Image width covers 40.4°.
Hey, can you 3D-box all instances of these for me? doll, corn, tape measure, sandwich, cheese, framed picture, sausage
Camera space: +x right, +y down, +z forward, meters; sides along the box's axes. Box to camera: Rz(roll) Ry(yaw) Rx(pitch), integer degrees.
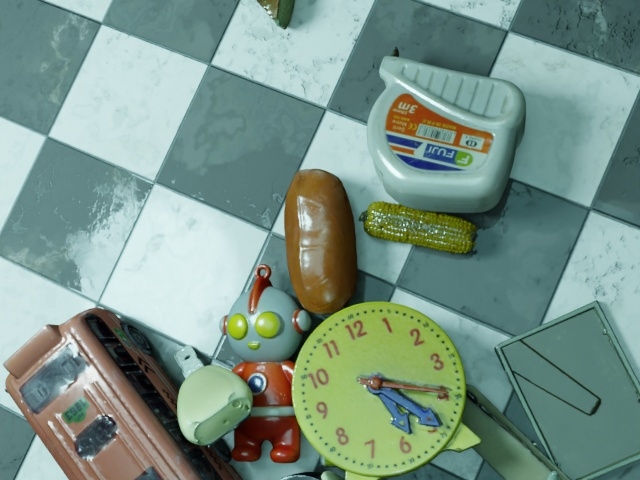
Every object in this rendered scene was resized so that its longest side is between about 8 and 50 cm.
[{"bbox_3d":[-0.094,0.207,1.485,0.200,0.105,0.336,-4,80,26],"label":"doll"},{"bbox_3d":[0.167,-0.023,1.493,0.207,0.068,0.068,11,82,14],"label":"corn"},{"bbox_3d":[0.204,-0.178,1.473,0.258,0.130,0.265,16,74,16],"label":"tape measure"},{"bbox_3d":[-0.111,-0.510,1.625,0.096,0.094,0.258,-34,74,6],"label":"sandwich"},{"bbox_3d":[-0.200,0.243,1.465,0.127,0.054,0.251,-36,32,-8],"label":"cheese"},{"bbox_3d":[0.423,0.250,1.413,0.189,0.023,0.260,-27,76,6],"label":"framed picture"},{"bbox_3d":[0.000,0.000,1.495,0.133,0.133,0.258,-6,78,11],"label":"sausage"},{"bbox_3d":[0.357,0.392,1.385,0.400,0.034,0.085,43,120,16],"label":"cheese"}]

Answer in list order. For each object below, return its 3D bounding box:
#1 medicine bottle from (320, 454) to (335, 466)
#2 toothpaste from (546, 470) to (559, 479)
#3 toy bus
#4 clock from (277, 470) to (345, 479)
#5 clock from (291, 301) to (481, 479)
[{"bbox_3d":[0.098,0.307,1.437,0.189,0.088,0.132,-4,74,11],"label":"medicine bottle"},{"bbox_3d":[0.346,0.449,1.362,0.057,0.035,0.197,13,106,15],"label":"toothpaste"},{"bbox_3d":[-0.335,0.318,1.453,0.203,0.233,0.427,-42,75,3],"label":"toy bus"},{"bbox_3d":[-0.012,0.564,1.390,0.277,0.120,0.378,13,86,18],"label":"clock"},{"bbox_3d":[0.092,0.234,1.374,0.277,0.071,0.293,-29,68,-2],"label":"clock"}]
